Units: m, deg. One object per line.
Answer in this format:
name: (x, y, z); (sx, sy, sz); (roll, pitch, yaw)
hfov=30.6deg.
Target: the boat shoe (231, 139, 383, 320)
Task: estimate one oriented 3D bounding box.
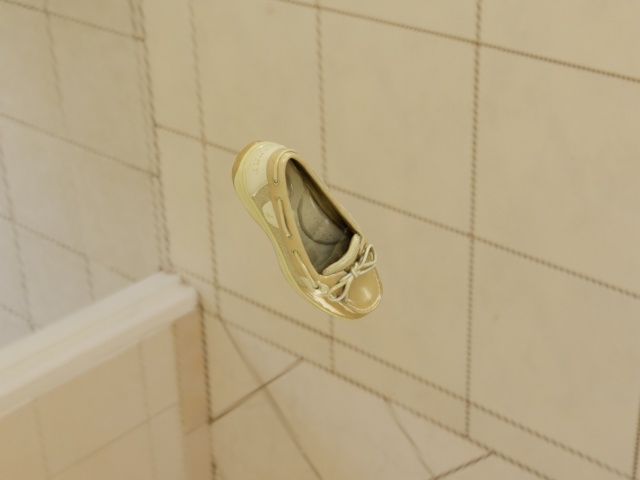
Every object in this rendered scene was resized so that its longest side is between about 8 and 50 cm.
boat shoe: (0.001, -0.002, 0.760); (0.048, 0.056, 0.153); (13, 142, 51)
